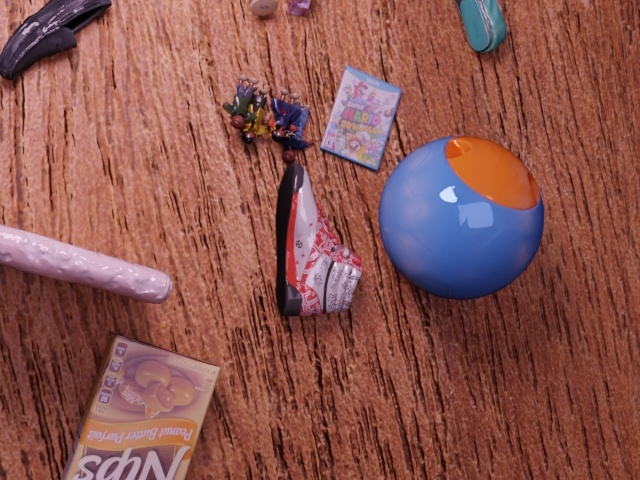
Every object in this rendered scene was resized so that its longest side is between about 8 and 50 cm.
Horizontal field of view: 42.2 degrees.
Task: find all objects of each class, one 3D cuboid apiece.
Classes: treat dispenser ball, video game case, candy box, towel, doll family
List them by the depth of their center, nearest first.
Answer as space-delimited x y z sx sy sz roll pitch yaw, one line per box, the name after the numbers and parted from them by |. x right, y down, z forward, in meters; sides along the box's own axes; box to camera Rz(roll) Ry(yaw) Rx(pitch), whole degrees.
-0.400 0.029 1.216 0.331 0.317 0.054 17 81 -17 | towel
-0.303 0.329 1.355 0.182 0.087 0.317 20 81 -17 | candy box
0.245 -0.039 1.460 0.288 0.288 0.288 1 87 -19 | treat dispenser ball
-0.089 -0.208 1.465 0.192 0.076 0.112 14 78 -21 | doll family
0.077 -0.228 1.554 0.119 0.015 0.166 20 81 -17 | video game case

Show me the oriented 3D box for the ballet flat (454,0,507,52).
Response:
0.301 -0.488 1.621 0.087 0.083 0.248 -23 95 -43 | ballet flat

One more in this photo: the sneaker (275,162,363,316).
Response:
0.000 0.001 1.478 0.144 0.090 0.270 1 90 -20 | sneaker

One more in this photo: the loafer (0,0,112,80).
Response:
-0.431 -0.339 1.348 0.078 0.076 0.223 40 72 -5 | loafer

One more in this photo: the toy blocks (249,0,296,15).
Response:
-0.083 -0.489 1.478 0.123 0.054 0.148 -18 70 15 | toy blocks

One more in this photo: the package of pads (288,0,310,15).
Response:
-0.030 -0.455 1.508 0.031 0.050 0.083 18 82 -18 | package of pads
